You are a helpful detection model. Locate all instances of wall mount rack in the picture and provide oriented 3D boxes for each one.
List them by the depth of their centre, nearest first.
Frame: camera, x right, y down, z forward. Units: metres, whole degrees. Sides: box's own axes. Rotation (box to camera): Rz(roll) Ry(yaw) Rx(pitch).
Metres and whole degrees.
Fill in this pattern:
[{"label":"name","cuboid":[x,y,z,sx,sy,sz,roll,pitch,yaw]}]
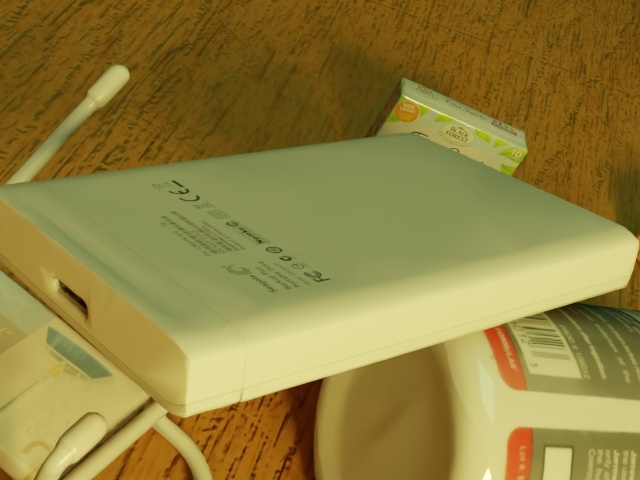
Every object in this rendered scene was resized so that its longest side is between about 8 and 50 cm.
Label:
[{"label":"wall mount rack","cuboid":[-0.169,0.029,0.781,0.350,0.130,0.304,39,37,8]}]

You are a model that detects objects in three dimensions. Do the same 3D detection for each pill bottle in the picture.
[{"label":"pill bottle","cuboid":[0.196,0.152,0.831,0.363,0.210,0.210,9,43,-28]}]

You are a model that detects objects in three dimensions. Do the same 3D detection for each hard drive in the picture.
[{"label":"hard drive","cuboid":[0.000,0.000,0.722,0.353,0.047,0.233,-12,30,-38]}]

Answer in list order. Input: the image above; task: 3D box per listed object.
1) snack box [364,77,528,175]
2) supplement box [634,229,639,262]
[{"label":"snack box","cuboid":[0.121,-0.091,1.140,0.141,0.100,0.037,22,38,-13]},{"label":"supplement box","cuboid":[0.446,0.056,1.221,0.078,0.080,0.233,-17,56,-47]}]
